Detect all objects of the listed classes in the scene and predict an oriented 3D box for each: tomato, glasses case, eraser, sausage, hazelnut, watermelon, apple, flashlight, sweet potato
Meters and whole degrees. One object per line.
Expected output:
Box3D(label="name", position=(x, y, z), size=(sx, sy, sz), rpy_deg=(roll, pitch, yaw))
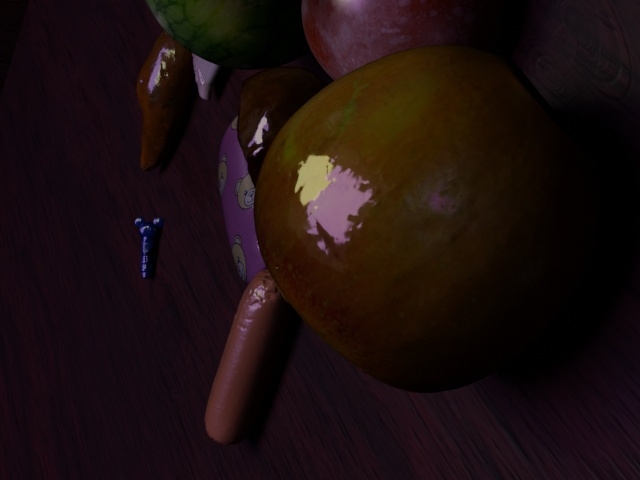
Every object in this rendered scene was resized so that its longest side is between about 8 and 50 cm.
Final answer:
Box3D(label="tomato", position=(0.093, -0.298, 1.530), size=(0.270, 0.227, 0.270), rpy_deg=(-23, 63, 56))
Box3D(label="glasses case", position=(-0.109, -0.071, 1.988), size=(0.123, 0.076, 0.316), rpy_deg=(-52, 38, 40))
Box3D(label="eraser", position=(-0.201, -0.406, 2.299), size=(0.204, 0.059, 0.243), rpy_deg=(-61, 32, 31))
Box3D(label="sausage", position=(-0.108, 0.179, 1.888), size=(0.086, 0.086, 0.289), rpy_deg=(46, 120, 57))
Box3D(label="hazelnut", position=(-0.049, -0.152, 1.799), size=(0.160, 0.170, 0.202), rpy_deg=(-16, 52, 61))
Box3D(label="watermelon", position=(-0.100, -0.416, 1.823), size=(0.363, 0.363, 0.363), rpy_deg=(-31, 54, 55))
Box3D(label="apple", position=(0.120, -0.033, 1.328), size=(0.384, 0.374, 0.374), rpy_deg=(-12, -64, -77))
Box3D(label="flashlight", position=(-0.335, 0.014, 2.433), size=(0.035, 0.057, 0.121), rpy_deg=(25, -114, -82))
Box3D(label="sweet potato", position=(-0.299, -0.295, 2.394), size=(0.112, 0.112, 0.359), rpy_deg=(38, 117, 59))

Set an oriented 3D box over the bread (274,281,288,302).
Box3D(label="bread", position=(0.000, 0.000, 1.756), size=(0.225, 0.081, 0.134), rpy_deg=(-37, 54, 50))
